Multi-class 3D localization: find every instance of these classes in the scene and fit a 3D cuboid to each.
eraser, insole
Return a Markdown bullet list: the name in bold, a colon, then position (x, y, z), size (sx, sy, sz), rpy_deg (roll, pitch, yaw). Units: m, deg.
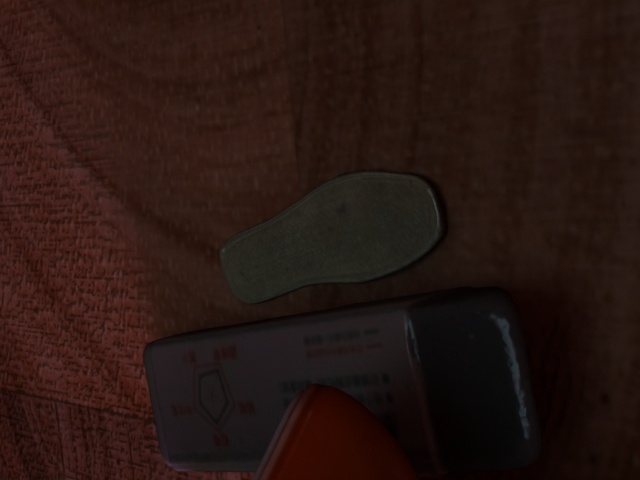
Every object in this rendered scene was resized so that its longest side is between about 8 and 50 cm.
- **eraser**: position (-0.008, 0.085, 0.631), size (0.352, 0.061, 0.089), rpy_deg (-12, 88, 48)
- **insole**: position (0.000, 0.000, 0.643), size (0.192, 0.010, 0.063), rpy_deg (-20, 83, 47)

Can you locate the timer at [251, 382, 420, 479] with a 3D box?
- **timer**: position (-0.011, 0.225, 0.514), size (0.257, 0.161, 0.250), rpy_deg (92, -173, -58)
